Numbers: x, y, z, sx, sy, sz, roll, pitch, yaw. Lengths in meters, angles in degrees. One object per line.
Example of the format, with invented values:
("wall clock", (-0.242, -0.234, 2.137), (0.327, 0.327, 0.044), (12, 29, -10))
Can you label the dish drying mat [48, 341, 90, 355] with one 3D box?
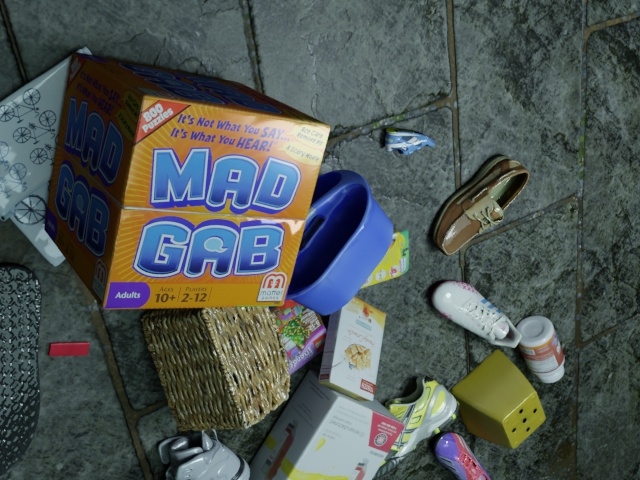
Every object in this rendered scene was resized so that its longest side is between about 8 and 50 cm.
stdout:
("dish drying mat", (-0.537, 0.232, 1.642), (0.083, 0.008, 0.032), (4, 108, -35))

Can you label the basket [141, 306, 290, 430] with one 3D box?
("basket", (-0.226, 0.255, 1.732), (0.213, 0.223, 0.299), (-29, 103, -51))

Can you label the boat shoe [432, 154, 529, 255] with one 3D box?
("boat shoe", (0.433, -0.093, 2.058), (0.324, 0.120, 0.122), (-51, 127, -5))

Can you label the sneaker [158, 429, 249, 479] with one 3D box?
("sneaker", (-0.354, 0.606, 1.840), (0.366, 0.137, 0.210), (-39, 125, -20))

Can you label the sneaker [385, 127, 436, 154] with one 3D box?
("sneaker", (0.220, -0.242, 1.904), (0.144, 0.053, 0.059), (4, 107, -25))

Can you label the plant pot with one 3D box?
("plant pot", (0.558, 0.502, 2.345), (0.212, 0.187, 0.212), (-37, 124, -15))

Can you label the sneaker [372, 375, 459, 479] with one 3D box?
("sneaker", (0.208, 0.538, 2.193), (0.385, 0.145, 0.147), (-38, 94, -11))

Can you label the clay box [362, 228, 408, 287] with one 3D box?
("clay box", (0.124, 0.047, 1.961), (0.222, 0.053, 0.127), (-16, 117, -28))

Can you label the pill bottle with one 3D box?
("pill bottle", (0.694, 0.346, 2.409), (0.121, 0.121, 0.216), (-40, 126, -13))

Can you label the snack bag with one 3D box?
("snack bag", (-0.493, -0.147, 1.494), (0.323, 0.037, 0.342), (-39, 125, -14))

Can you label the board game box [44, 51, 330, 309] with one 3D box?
("board game box", (-0.261, -0.110, 1.420), (0.356, 0.356, 0.356), (2, 110, -37))

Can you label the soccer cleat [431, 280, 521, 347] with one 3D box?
("soccer cleat", (0.455, 0.211, 2.185), (0.331, 0.143, 0.116), (30, 92, -37))

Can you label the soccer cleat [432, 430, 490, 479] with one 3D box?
("soccer cleat", (0.458, 0.708, 2.410), (0.108, 0.116, 0.318), (-44, 127, -10))

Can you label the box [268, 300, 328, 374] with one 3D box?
("box", (-0.129, 0.255, 1.882), (0.293, 0.057, 0.201), (-35, 124, -16))

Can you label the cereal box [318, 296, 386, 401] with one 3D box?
("cereal box", (0.084, 0.272, 1.960), (0.173, 0.047, 0.240), (31, 59, -39))

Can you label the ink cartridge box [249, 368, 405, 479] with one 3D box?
("ink cartridge box", (0.001, 0.577, 2.035), (0.279, 0.160, 0.384), (31, 91, -38))

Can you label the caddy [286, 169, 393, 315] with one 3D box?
("caddy", (0.000, 0.000, 1.746), (0.341, 0.241, 0.179), (-53, 132, -4))

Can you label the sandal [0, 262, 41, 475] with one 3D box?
("sandal", (-0.645, 0.263, 1.541), (0.167, 0.107, 0.445), (10, 91, -34))
